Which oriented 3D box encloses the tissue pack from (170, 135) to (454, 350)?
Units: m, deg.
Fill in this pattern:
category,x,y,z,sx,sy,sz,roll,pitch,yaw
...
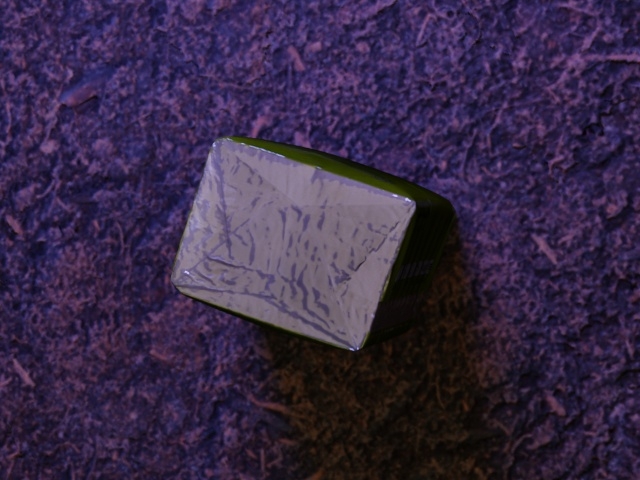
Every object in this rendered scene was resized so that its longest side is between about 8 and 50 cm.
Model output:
category,x,y,z,sx,sy,sz,roll,pitch,yaw
tissue pack,0.000,0.000,1.774,0.200,0.275,0.167,20,96,11
